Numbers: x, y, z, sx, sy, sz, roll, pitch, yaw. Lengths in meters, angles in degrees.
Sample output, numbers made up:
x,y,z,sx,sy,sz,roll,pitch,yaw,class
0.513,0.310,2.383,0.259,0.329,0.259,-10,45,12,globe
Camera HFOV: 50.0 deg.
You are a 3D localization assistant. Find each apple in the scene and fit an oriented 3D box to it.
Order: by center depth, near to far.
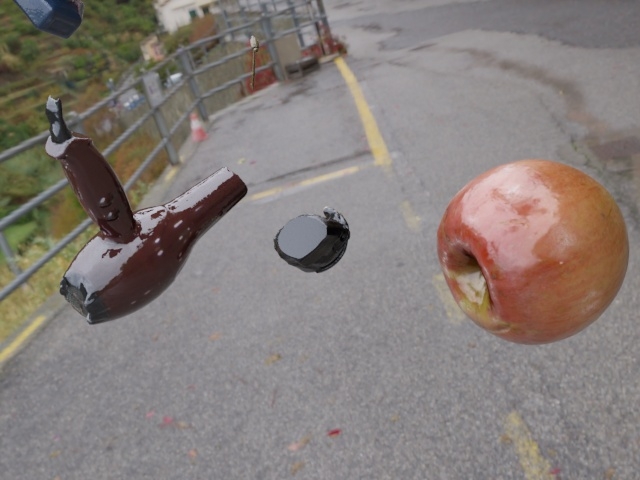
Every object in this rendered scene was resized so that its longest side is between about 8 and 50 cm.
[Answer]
x,y,z,sx,sy,sz,roll,pitch,yaw,class
0.417,0.017,1.336,0.363,0.364,0.364,-14,23,6,apple

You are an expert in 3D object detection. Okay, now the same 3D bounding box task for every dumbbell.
x,y,z,sx,sy,sz,roll,pitch,yaw,class
-0.503,-0.583,1.452,0.324,0.160,0.144,-35,14,22,dumbbell

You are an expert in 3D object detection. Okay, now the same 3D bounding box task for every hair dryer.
x,y,z,sx,sy,sz,roll,pitch,yaw,class
-0.247,-0.077,0.910,0.123,0.341,0.312,26,58,30,hair dryer

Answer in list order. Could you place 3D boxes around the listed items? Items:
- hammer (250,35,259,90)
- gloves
x,y,z,sx,sy,sz,roll,pitch,yaw,class
-0.109,-0.286,1.126,0.014,0.029,0.123,-10,-22,-11,hammer
0.000,0.000,1.305,0.164,0.124,0.203,-20,-16,28,gloves
